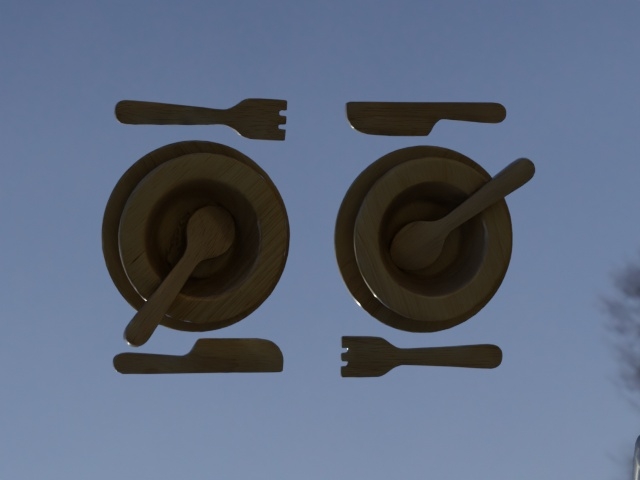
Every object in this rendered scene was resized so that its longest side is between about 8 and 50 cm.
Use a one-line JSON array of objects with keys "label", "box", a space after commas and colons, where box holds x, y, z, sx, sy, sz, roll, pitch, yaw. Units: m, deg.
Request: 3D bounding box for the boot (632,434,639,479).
[{"label": "boot", "box": [0.249, 0.106, 0.836, 0.118, 0.223, 0.338, -18, -35, -25]}]

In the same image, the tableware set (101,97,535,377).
[{"label": "tableware set", "box": [0.000, 0.000, 0.774, 0.194, 0.039, 0.128, 0, -88, -15]}]
